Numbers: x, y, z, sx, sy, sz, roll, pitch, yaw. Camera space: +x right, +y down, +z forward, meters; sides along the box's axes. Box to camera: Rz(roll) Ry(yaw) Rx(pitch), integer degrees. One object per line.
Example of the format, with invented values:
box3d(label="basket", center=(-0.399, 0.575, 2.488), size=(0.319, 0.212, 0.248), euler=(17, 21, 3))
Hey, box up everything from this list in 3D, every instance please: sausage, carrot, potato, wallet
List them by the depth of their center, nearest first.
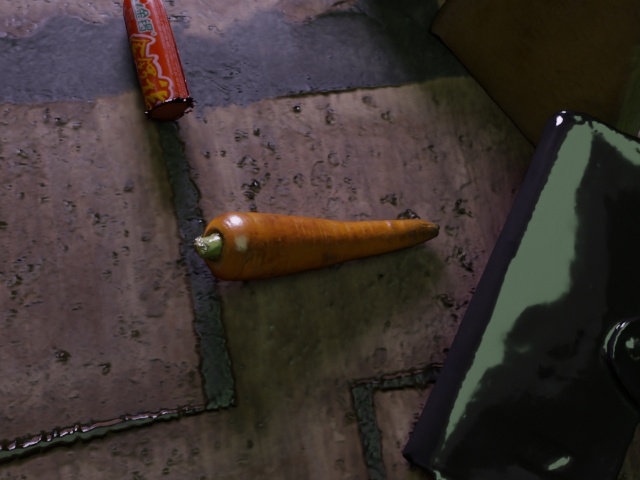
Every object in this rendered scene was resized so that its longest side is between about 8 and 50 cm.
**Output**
box3d(label="carrot", center=(0.000, 0.000, 0.807), size=(0.257, 0.061, 0.061), euler=(-4, 72, -31))
box3d(label="wallet", center=(0.233, 0.079, 0.813), size=(0.197, 0.051, 0.377), euler=(27, 80, -5))
box3d(label="sausage", center=(-0.156, -0.184, 0.821), size=(0.048, 0.050, 0.145), euler=(-8, 72, -25))
box3d(label="potato", center=(0.272, -0.202, 0.850), size=(0.269, 0.255, 0.112), euler=(47, 65, 3))
